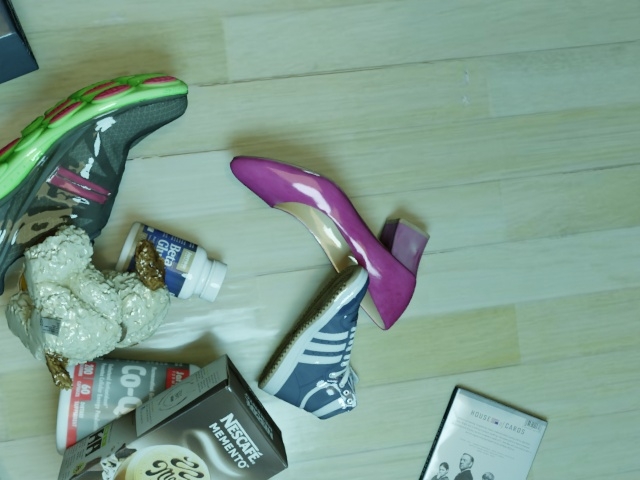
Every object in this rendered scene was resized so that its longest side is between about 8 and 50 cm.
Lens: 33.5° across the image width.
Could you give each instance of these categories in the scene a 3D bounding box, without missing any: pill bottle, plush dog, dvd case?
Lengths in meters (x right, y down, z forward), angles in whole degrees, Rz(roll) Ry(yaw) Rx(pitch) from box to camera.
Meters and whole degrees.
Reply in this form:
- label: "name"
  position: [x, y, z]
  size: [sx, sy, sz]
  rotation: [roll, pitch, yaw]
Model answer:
- label: "pill bottle"
  position: [-0.273, 0.274, 1.710]
  size: [0.283, 0.161, 0.161]
  rotation: [5, 90, -9]
- label: "plush dog"
  position: [-0.335, 0.110, 1.632]
  size: [0.225, 0.262, 0.210]
  rotation: [-13, 61, -34]
- label: "dvd case"
  position: [0.276, 0.398, 1.864]
  size: [0.179, 0.029, 0.238]
  rotation: [22, 87, -8]
- label: "pill bottle"
  position: [-0.243, 0.041, 1.743]
  size: [0.169, 0.094, 0.094]
  rotation: [21, 88, -9]

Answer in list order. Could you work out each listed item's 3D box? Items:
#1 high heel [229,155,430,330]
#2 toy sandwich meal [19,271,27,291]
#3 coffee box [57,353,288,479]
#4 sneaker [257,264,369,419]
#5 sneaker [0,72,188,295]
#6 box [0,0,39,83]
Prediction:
- label: "high heel"
  position: [0.000, 0.000, 1.758]
  size: [0.377, 0.127, 0.181]
  rotation: [25, 77, -12]
- label: "toy sandwich meal"
  position: [-0.455, 0.077, 1.744]
  size: [0.086, 0.029, 0.085]
  rotation: [0, 91, -9]
- label: "coffee box"
  position: [-0.218, 0.326, 1.585]
  size: [0.297, 0.119, 0.168]
  rotation: [-32, 109, 4]
- label: "sneaker"
  position: [0.033, 0.177, 1.757]
  size: [0.153, 0.099, 0.282]
  rotation: [34, 112, -8]
- label: "sneaker"
  position: [-0.401, -0.096, 1.699]
  size: [0.483, 0.185, 0.202]
  rotation: [-38, 114, -3]
- label: "box"
  position: [-0.569, -0.386, 1.559]
  size: [0.179, 0.343, 0.312]
  rotation: [-22, 95, -8]
